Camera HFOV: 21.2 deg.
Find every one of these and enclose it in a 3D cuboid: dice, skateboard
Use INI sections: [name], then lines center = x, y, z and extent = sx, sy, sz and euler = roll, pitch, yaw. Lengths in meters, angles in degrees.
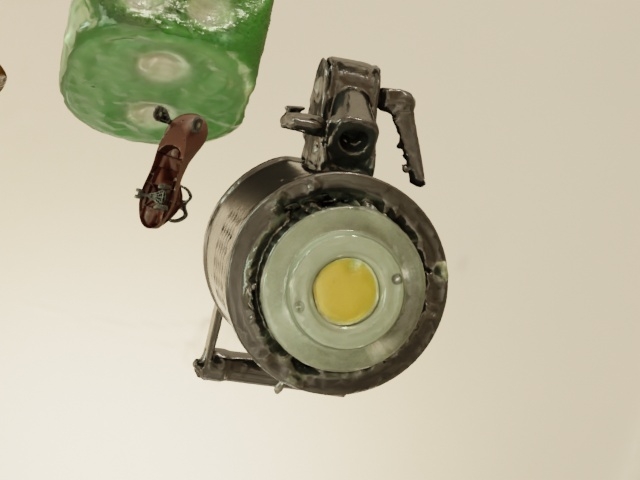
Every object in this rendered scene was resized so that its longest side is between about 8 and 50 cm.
[dice]
center = -0.229, -0.330, 2.510
extent = 0.300, 0.287, 0.297
euler = 114, 165, -55
[skateboard]
center = -0.179, -0.084, 2.090
extent = 0.080, 0.067, 0.151
euler = 19, -90, -63

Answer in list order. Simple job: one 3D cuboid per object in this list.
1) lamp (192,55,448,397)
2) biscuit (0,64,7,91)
[lamp]
center = -0.002, 0.038, 1.606
extent = 0.272, 0.205, 0.374
euler = -101, 22, -63
[biscuit]
center = -0.467, -0.172, 2.070
extent = 0.180, 0.039, 0.236
euler = -37, -7, 17
